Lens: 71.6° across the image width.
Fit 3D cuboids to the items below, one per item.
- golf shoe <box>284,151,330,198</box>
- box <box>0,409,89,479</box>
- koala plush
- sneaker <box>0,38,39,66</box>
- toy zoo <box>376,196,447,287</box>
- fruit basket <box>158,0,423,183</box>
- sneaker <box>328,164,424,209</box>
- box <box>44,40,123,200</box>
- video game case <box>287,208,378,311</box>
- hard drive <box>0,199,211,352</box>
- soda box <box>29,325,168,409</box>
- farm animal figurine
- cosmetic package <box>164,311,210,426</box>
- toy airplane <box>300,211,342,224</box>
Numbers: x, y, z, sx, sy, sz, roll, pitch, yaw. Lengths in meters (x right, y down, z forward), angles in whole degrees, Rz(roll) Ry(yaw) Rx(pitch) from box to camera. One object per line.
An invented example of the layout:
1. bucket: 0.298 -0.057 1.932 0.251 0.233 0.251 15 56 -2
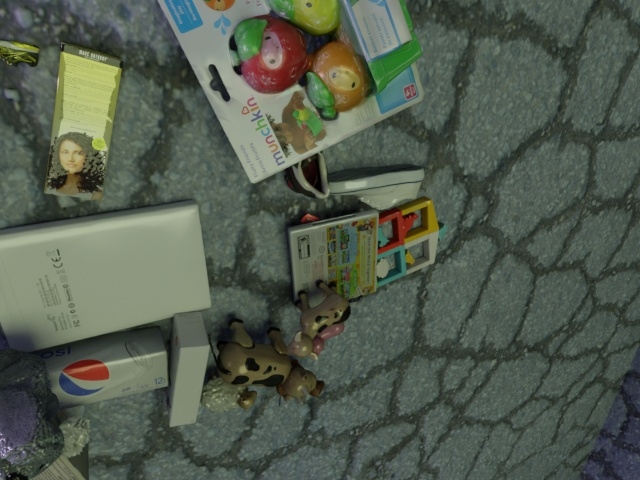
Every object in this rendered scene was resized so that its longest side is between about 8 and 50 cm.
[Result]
1. golf shoe: -0.045 -0.202 0.839 0.105 0.120 0.272 -32 123 -9
2. box: -0.629 0.459 0.842 0.312 0.121 0.147 -23 122 -17
3. koala plush: -0.487 0.307 0.716 0.197 0.203 0.221 -14 138 -11
4. sneaker: -0.453 -0.270 0.640 0.084 0.031 0.035 -2 115 -27
5. toy zoo: 0.195 0.008 1.119 0.294 0.030 0.192 -22 122 -17
6. fruit basket: -0.025 -0.311 0.715 0.353 0.165 0.326 -29 108 -13
7. sneaker: 0.125 -0.111 0.986 0.259 0.094 0.091 -9 112 -25
8. box: -0.378 -0.184 0.706 0.088 0.058 0.232 6 110 -30
9. video game case: 0.033 0.049 1.015 0.207 0.026 0.226 -13 124 -15
10. hard drive: -0.395 0.064 0.823 0.354 0.047 0.232 -12 118 -22
11. soda box: -0.448 0.249 0.853 0.287 0.098 0.091 -5 115 -25
12. farm animal figurine: -0.080 0.259 0.974 0.327 0.172 0.329 3 120 -25
13. cosmetic package: -0.283 0.271 0.925 0.061 0.098 0.238 -1 124 -28
14. toy airplane: 0.000 0.000 1.006 0.152 0.028 0.151 -8 119 -16
